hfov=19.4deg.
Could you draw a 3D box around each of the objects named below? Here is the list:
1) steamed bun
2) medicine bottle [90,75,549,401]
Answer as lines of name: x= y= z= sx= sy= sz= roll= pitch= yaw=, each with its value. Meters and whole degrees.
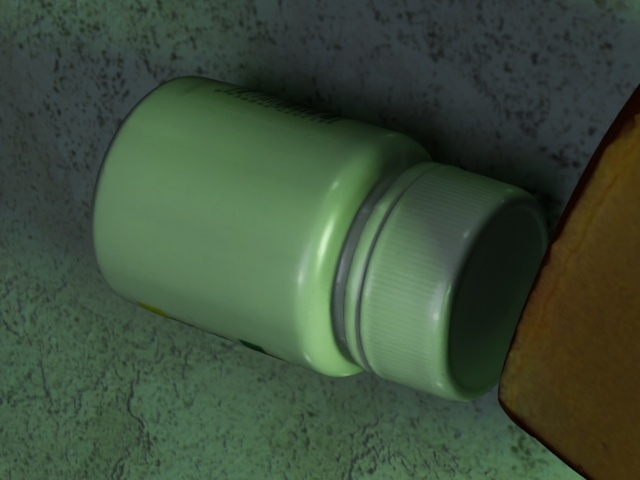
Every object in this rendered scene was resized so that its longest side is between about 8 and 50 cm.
steamed bun: x=0.291 y=0.019 z=1.308 sx=0.235 sy=0.248 sz=0.379 roll=38 pitch=137 yaw=21
medicine bottle: x=0.000 y=0.000 z=1.539 sx=0.340 sy=0.208 sz=0.208 roll=19 pitch=118 yaw=29
